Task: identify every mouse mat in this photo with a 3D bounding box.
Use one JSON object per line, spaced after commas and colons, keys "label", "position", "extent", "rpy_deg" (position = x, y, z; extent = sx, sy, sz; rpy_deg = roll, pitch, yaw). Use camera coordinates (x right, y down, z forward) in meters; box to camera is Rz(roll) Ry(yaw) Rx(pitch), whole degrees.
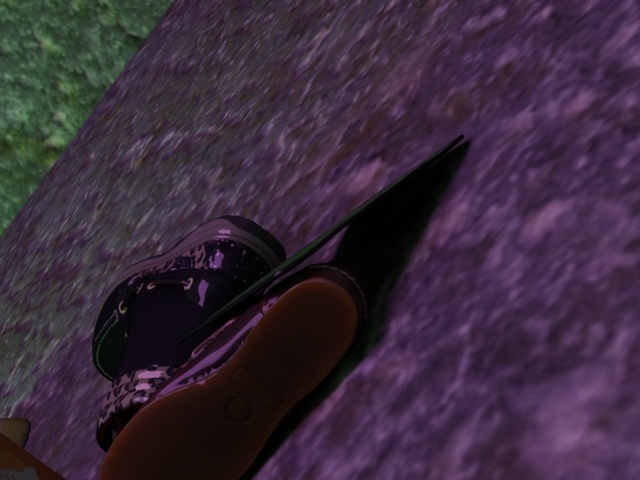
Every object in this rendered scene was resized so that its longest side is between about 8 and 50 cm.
{"label": "mouse mat", "position": [0.000, 0.000, 1.080], "extent": [0.190, 0.007, 0.153], "rpy_deg": [-36, 1, -36]}

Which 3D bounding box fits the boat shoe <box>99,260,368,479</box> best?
{"label": "boat shoe", "position": [-0.049, 0.092, 1.021], "extent": [0.207, 0.073, 0.073], "rpy_deg": [-40, 9, 14]}

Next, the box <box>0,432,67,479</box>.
{"label": "box", "position": [-0.325, 0.196, 1.065], "extent": [0.168, 0.345, 0.215], "rpy_deg": [-46, 16, 24]}

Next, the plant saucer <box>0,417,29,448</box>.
{"label": "plant saucer", "position": [-0.386, 0.273, 1.710], "extent": [0.241, 0.037, 0.241], "rpy_deg": [-47, 15, 17]}

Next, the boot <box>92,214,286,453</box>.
{"label": "boot", "position": [-0.129, 0.096, 1.230], "extent": [0.236, 0.085, 0.178], "rpy_deg": [-37, 23, 47]}
